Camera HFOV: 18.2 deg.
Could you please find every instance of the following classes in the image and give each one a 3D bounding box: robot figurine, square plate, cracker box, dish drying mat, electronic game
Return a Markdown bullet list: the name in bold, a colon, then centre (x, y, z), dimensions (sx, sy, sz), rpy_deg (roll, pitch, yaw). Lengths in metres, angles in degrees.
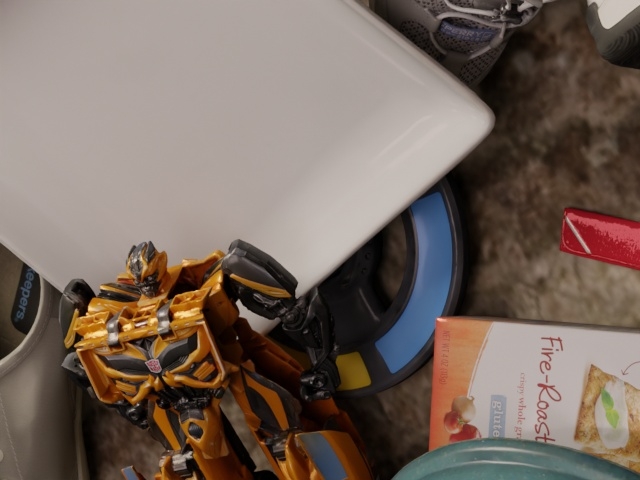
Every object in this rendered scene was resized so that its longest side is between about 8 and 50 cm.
- **robot figurine**: centre (-0.064, 0.128, 1.385), dimensions (0.211, 0.085, 0.291), rpy_deg (-14, 120, 27)
- **square plate**: centre (-0.112, -0.097, 1.328), dimensions (0.344, 0.049, 0.347), rpy_deg (41, 126, -9)
- **cracker box**: centre (0.186, 0.134, 1.297), dimensions (0.232, 0.067, 0.156), rpy_deg (3, 91, 29)
- **dish drying mat**: centre (0.197, 0.001, 1.311), dimensions (0.083, 0.008, 0.032), rpy_deg (14, 106, 27)
- **electronic game**: centre (0.000, 0.000, 1.402), dimensions (0.229, 0.048, 0.229), rpy_deg (7, 104, 29)

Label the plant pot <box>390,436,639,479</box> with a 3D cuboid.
- **plant pot**: centre (0.088, 0.353, 1.183), dimensions (0.341, 0.334, 0.341), rpy_deg (22, 134, 24)

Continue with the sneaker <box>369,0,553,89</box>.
- **sneaker**: centre (0.104, -0.173, 1.220), dimensions (0.281, 0.105, 0.115), rpy_deg (113, 154, -48)

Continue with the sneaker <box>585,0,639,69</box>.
- **sneaker**: centre (0.290, -0.309, 1.135), dimensions (0.447, 0.169, 0.257), rpy_deg (-41, 65, 30)

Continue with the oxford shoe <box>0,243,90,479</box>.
- **oxford shoe**: centre (-0.257, 0.148, 1.537), dimensions (0.169, 0.130, 0.449), rpy_deg (19, 110, 24)
